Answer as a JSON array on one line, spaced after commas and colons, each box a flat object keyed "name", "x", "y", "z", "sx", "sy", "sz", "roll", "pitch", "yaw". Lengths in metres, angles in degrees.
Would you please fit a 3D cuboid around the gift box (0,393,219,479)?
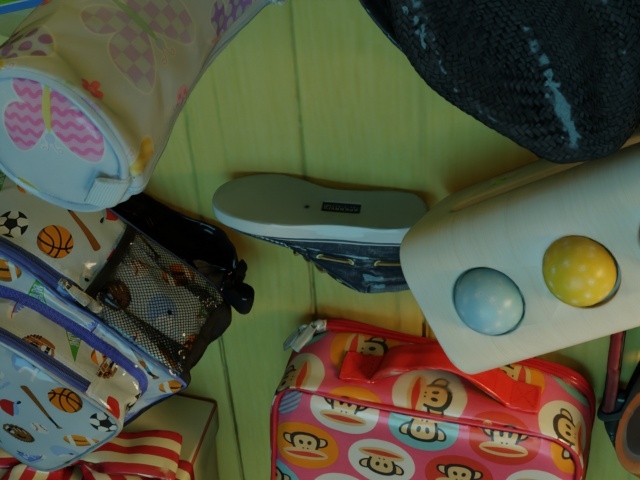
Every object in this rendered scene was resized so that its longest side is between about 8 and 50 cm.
[{"name": "gift box", "x": -0.233, "y": 0.298, "z": 1.435, "sx": 0.255, "sy": 0.276, "sz": 0.258, "roll": 7, "pitch": 135, "yaw": 7}]

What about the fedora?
[{"name": "fedora", "x": 0.135, "y": -0.166, "z": 0.899, "sx": 0.334, "sy": 0.152, "sz": 0.334, "roll": 11, "pitch": 137, "yaw": 10}]

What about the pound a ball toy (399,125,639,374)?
[{"name": "pound a ball toy", "x": 0.239, "y": 0.030, "z": 1.031, "sx": 0.319, "sy": 0.136, "sz": 0.208, "roll": -20, "pitch": 104, "yaw": 36}]

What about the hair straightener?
[{"name": "hair straightener", "x": 0.286, "y": 0.119, "z": 1.214, "sx": 0.089, "sy": 0.047, "sz": 0.230, "roll": 9, "pitch": 137, "yaw": 12}]

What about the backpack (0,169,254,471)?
[{"name": "backpack", "x": -0.246, "y": 0.061, "z": 1.249, "sx": 0.263, "sy": 0.213, "sz": 0.276, "roll": 44, "pitch": 136, "yaw": -10}]

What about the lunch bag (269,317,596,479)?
[{"name": "lunch bag", "x": 0.098, "y": 0.182, "z": 1.295, "sx": 0.293, "sy": 0.120, "sz": 0.258, "roll": 11, "pitch": 136, "yaw": 10}]

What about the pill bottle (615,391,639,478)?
[{"name": "pill bottle", "x": 0.366, "y": 0.206, "z": 1.194, "sx": 0.245, "sy": 0.130, "sz": 0.130, "roll": 30, "pitch": 137, "yaw": -21}]

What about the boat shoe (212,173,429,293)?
[{"name": "boat shoe", "x": 0.000, "y": 0.000, "z": 1.184, "sx": 0.183, "sy": 0.065, "sz": 0.083, "roll": 7, "pitch": 135, "yaw": 12}]

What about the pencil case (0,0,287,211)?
[{"name": "pencil case", "x": -0.115, "y": -0.141, "z": 0.935, "sx": 0.124, "sy": 0.273, "sz": 0.113, "roll": 45, "pitch": 139, "yaw": -16}]

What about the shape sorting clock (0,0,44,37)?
[{"name": "shape sorting clock", "x": -0.238, "y": -0.237, "z": 1.047, "sx": 0.206, "sy": 0.040, "sz": 0.206, "roll": 14, "pitch": 139, "yaw": 12}]
